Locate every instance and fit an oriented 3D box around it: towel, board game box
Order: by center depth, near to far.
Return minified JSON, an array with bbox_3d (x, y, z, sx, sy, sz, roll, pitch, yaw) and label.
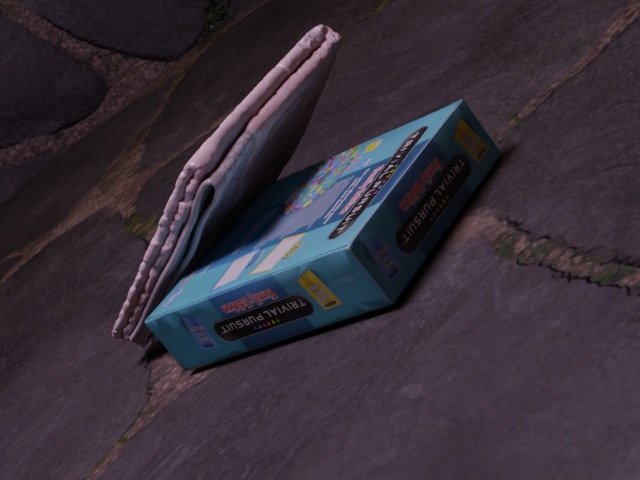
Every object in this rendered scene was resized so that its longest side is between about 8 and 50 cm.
[{"bbox_3d":[0.000,0.000,1.727,0.336,0.079,0.254,-20,24,46],"label":"board game box"},{"bbox_3d":[-0.105,-0.059,1.909,0.317,0.053,0.332,-52,-6,-44],"label":"towel"}]
